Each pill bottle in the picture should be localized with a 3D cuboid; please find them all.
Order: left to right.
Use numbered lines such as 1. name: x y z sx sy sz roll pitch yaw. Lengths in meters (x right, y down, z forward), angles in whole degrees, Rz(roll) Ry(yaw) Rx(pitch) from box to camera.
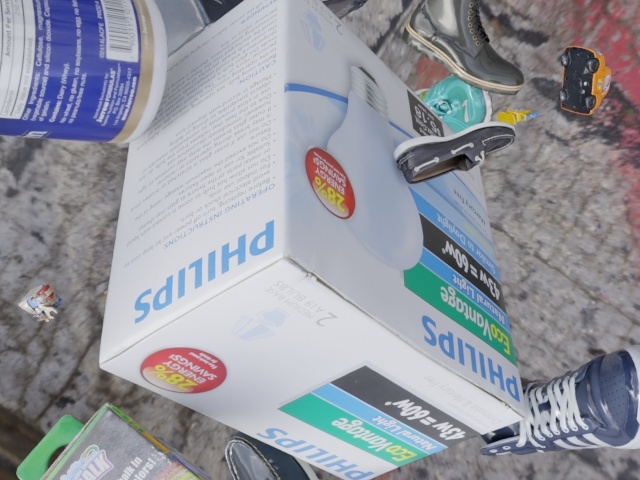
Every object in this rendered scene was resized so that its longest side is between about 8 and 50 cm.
1. pill bottle: -0.284 -0.169 0.780 0.264 0.153 0.153 0 94 -37

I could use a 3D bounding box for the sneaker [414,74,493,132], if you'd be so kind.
1. sneaker: 0.186 -0.208 1.468 0.110 0.275 0.107 -23 93 -26

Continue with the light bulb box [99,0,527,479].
1. light bulb box: 0.000 0.000 0.899 0.225 0.361 0.358 -29 134 29

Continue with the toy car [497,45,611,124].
1. toy car: 0.211 -0.140 0.791 0.040 0.122 0.060 -17 100 -30

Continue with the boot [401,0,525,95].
1. boot: 0.227 -0.309 1.288 0.198 0.077 0.137 28 130 5

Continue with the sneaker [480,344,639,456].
1. sneaker: 0.253 0.178 0.950 0.153 0.282 0.099 0 71 -1

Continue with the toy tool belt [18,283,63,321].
1. toy tool belt: -0.391 0.090 1.266 0.051 0.083 0.052 48 53 -19

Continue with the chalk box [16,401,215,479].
1. chalk box: -0.155 0.232 0.730 0.213 0.132 0.132 33 75 23

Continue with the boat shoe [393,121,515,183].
1. boat shoe: 0.133 -0.083 0.847 0.125 0.046 0.038 -12 63 -17

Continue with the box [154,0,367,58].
1. box: -0.218 -0.553 1.542 0.297 0.471 0.480 -25 92 42

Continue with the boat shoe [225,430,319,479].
1. boat shoe: -0.034 0.309 0.924 0.254 0.079 0.095 57 134 19
